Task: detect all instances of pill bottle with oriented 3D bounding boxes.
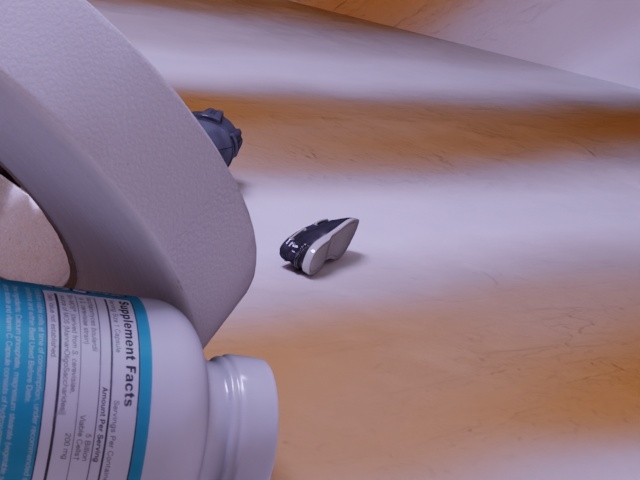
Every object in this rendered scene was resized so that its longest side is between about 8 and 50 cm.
[{"bbox_3d":[-0.161,0.096,0.809,0.264,0.146,0.146,9,18,-20],"label":"pill bottle"}]

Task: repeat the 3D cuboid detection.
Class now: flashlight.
[{"bbox_3d":[-0.132,-0.072,1.454,0.103,0.103,0.304,41,15,-5],"label":"flashlight"}]

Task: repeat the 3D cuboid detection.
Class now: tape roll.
[{"bbox_3d":[-0.219,-0.059,0.935,0.392,0.392,0.072,23,62,25],"label":"tape roll"}]

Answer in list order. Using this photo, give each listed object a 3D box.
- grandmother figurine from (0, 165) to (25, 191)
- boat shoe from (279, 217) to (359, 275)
[{"bbox_3d":[-0.273,-0.047,1.271,0.208,0.104,0.342,-20,31,-14],"label":"grandmother figurine"},{"bbox_3d":[0.000,0.000,1.426,0.038,0.046,0.125,25,27,16],"label":"boat shoe"}]
